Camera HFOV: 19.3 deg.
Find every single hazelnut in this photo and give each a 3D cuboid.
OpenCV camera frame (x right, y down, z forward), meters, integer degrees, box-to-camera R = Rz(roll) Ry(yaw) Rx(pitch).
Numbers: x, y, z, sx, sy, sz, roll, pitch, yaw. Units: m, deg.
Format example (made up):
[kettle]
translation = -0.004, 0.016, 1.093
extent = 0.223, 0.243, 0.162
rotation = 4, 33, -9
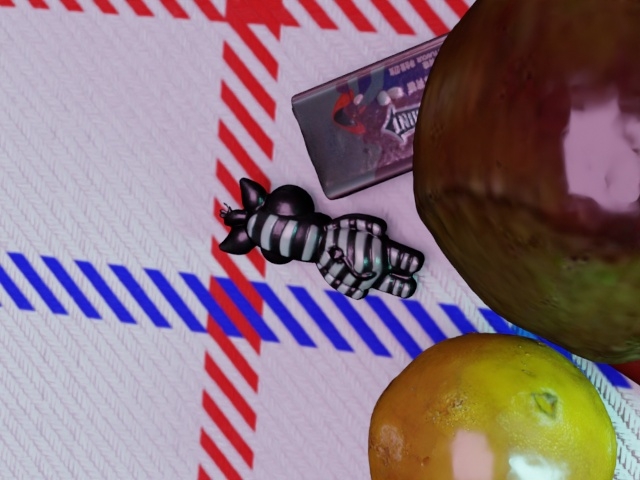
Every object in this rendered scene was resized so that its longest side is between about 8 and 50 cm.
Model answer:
[hazelnut]
translation = 0.261, -0.097, 1.646
extent = 0.353, 0.421, 0.420
rotation = -3, 95, 25

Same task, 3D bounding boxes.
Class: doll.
[doll]
translation = 0.000, 0.000, 1.933
extent = 0.219, 0.067, 0.091
rotation = 19, 112, 11

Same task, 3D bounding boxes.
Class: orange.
[orange]
translation = 0.164, 0.205, 1.806
extent = 0.240, 0.240, 0.240
rotation = 2, 96, 20

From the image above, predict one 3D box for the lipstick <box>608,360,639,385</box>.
[lipstick]
translation = 0.362, 0.135, 1.810
extent = 0.241, 0.080, 0.080
rotation = 35, 106, 13

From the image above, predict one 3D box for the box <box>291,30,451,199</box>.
[box]
translation = 0.091, -0.131, 1.884
extent = 0.224, 0.069, 0.120
rotation = -22, 88, 21
